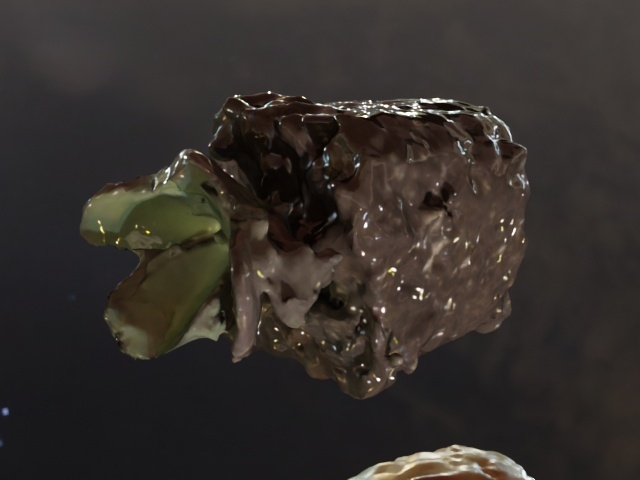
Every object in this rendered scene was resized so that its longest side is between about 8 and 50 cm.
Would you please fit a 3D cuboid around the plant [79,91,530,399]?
[{"bbox_3d":[0.000,0.000,0.627,0.203,0.131,0.142,-4,-162,-33],"label":"plant"}]

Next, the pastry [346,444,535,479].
[{"bbox_3d":[0.130,0.386,1.263,0.389,0.388,0.313,-16,-179,-25],"label":"pastry"}]
